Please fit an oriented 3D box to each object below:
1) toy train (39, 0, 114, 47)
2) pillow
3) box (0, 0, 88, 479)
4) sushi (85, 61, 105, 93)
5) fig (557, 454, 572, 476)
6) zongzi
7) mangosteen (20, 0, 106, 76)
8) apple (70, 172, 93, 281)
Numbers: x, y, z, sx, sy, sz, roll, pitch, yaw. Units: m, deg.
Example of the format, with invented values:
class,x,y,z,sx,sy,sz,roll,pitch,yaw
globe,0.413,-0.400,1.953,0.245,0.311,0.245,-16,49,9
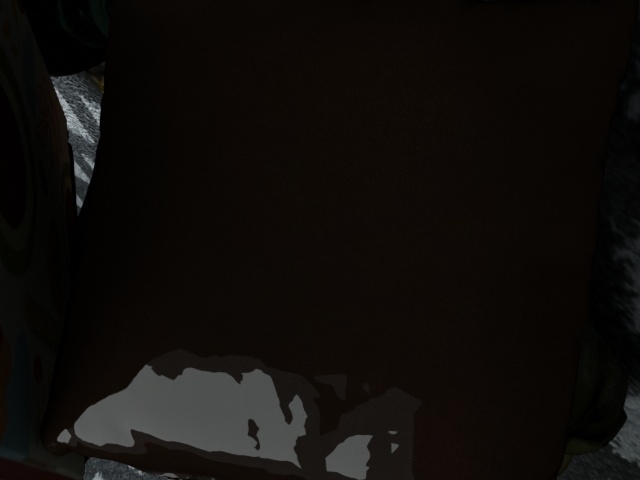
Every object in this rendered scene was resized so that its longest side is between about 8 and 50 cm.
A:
class,x,y,z,sx,sy,sz,roll,pitch,yaw
toy train,-0.154,-0.245,0.506,0.115,0.154,0.269,13,144,51
pillow,0.000,0.000,0.395,0.308,0.305,0.108,9,180,15
box,-0.252,-0.018,0.465,0.385,0.122,0.344,109,153,-67
sushi,-0.296,-0.222,1.005,0.193,0.040,0.210,22,151,47
fig,0.138,0.180,0.758,0.207,0.207,0.230,48,143,-14
zongzi,0.153,0.141,0.545,0.125,0.274,0.251,-19,127,34
mangosteen,-0.282,-0.240,0.624,0.211,0.250,0.211,37,141,38
apple,-0.059,0.013,0.621,0.288,0.288,0.317,38,-166,16
